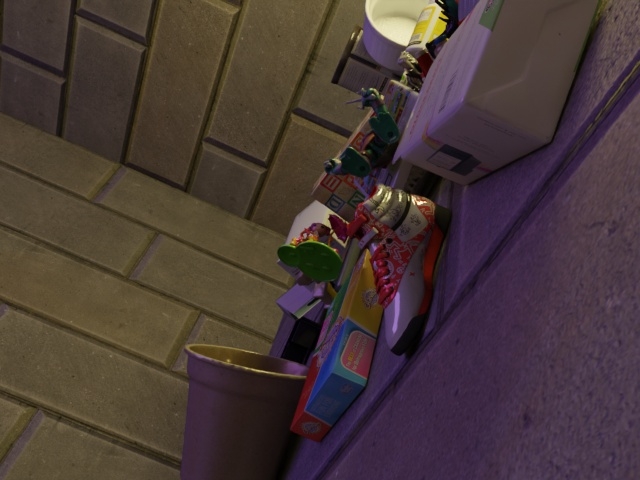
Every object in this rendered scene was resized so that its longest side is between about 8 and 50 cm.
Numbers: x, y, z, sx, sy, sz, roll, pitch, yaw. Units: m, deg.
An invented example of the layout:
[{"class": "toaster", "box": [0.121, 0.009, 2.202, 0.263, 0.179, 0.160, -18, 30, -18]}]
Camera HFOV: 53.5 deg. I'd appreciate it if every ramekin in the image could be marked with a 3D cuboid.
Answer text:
[{"class": "ramekin", "box": [0.260, -0.647, 1.936, 0.135, 0.277, 0.277, 107, -176, -62]}]

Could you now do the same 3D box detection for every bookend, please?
[{"class": "bookend", "box": [-0.061, 0.316, 1.890, 0.157, 0.072, 0.156, 127, 167, -74]}]

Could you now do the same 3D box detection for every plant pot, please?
[{"class": "plant pot", "box": [-0.191, 0.432, 1.509, 0.334, 0.334, 0.305, 148, 134, -83]}]

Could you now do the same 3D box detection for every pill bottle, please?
[{"class": "pill bottle", "box": [0.321, -0.580, 1.769, 0.119, 0.119, 0.208, 129, 165, -74]}]

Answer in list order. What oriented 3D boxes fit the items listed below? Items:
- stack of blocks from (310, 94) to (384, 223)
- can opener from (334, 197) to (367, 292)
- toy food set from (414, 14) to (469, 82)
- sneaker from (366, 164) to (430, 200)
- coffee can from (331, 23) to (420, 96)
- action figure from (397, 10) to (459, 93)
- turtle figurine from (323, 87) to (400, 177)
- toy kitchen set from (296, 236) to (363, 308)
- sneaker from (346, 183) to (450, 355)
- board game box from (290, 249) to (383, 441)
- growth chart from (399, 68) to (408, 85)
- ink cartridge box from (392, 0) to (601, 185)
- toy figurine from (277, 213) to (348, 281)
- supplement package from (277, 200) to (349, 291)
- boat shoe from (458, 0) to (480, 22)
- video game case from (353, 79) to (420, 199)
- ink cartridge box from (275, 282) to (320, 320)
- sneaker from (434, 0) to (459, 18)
[{"class": "stack of blocks", "box": [0.131, -0.189, 1.595, 0.297, 0.171, 0.087, -52, 10, 25]}, {"class": "can opener", "box": [0.108, 0.002, 1.506, 0.093, 0.074, 0.280, 127, 166, -70]}, {"class": "toy food set", "box": [0.243, -0.341, 1.202, 0.111, 0.104, 0.232, -31, 10, 3]}, {"class": "sneaker", "box": [0.176, -0.147, 1.250, 0.169, 0.108, 0.292, -75, 11, -84]}, {"class": "coffee can", "box": [0.199, -0.554, 2.083, 0.201, 0.275, 0.201, -156, 90, -86]}, {"class": "action figure", "box": [0.262, -0.445, 1.634, 0.275, 0.141, 0.164, -62, 6, 12]}, {"class": "turtle figurine", "box": [0.086, -0.181, 1.145, 0.234, 0.118, 0.175, -88, 19, -76]}, {"class": "toy kitchen set", "box": [0.065, 0.086, 1.692, 0.207, 0.166, 0.122, -10, 46, 39]}, {"class": "sneaker", "box": [0.097, 0.033, 0.959, 0.090, 0.145, 0.270, 120, 172, -57]}, {"class": "board game box", "box": [0.047, 0.198, 1.242, 0.316, 0.064, 0.242, -70, 6, -45]}, {"class": "growth chart", "box": [0.224, -0.336, 1.765, 0.172, 0.021, 0.237, -64, -23, -44]}, {"class": "ink cartridge box", "box": [0.222, -0.205, 0.892, 0.353, 0.119, 0.207, 147, 145, -81]}, {"class": "toy figurine", "box": [0.000, 0.000, 1.596, 0.159, 0.173, 0.130, -62, -26, -43]}, {"class": "supplement package", "box": [0.010, -0.013, 1.934, 0.204, 0.145, 0.261, -38, 18, 31]}, {"class": "boat shoe", "box": [0.345, -0.522, 1.207, 0.121, 0.119, 0.335, -113, 26, -67]}, {"class": "video game case", "box": [0.137, -0.182, 1.227, 0.206, 0.026, 0.226, -119, 45, -63]}, {"class": "ink cartridge box", "box": [-0.027, 0.174, 1.936, 0.171, 0.056, 0.235, -39, 21, -12]}, {"class": "sneaker", "box": [0.350, -0.600, 1.490, 0.302, 0.121, 0.108, 144, 150, -81]}]
